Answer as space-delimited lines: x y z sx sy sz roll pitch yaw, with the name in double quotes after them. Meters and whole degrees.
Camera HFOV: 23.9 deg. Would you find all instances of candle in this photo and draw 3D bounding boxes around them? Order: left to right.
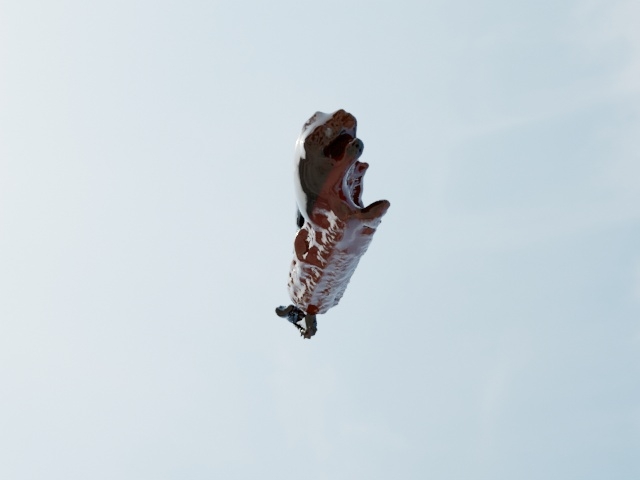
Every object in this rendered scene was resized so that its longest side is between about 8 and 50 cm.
0.000 0.000 1.170 0.084 0.059 0.301 56 -21 18 "candle"
